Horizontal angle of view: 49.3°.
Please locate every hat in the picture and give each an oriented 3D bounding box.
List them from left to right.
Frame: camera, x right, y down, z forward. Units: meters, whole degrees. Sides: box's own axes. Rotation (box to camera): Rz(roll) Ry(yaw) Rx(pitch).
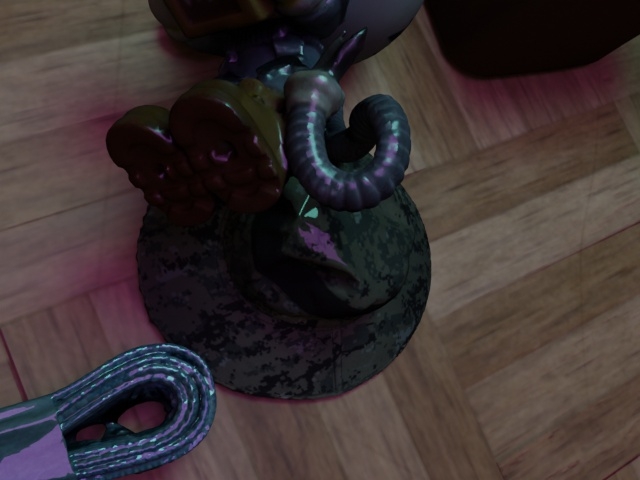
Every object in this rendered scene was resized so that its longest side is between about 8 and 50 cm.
[{"bbox_3d":[0.000,0.000,0.547,0.265,0.128,0.265,6,74,-23],"label":"hat"}]

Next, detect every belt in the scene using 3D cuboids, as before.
[{"bbox_3d":[-0.217,0.136,0.455,0.302,0.072,0.087,-11,83,-25],"label":"belt"}]

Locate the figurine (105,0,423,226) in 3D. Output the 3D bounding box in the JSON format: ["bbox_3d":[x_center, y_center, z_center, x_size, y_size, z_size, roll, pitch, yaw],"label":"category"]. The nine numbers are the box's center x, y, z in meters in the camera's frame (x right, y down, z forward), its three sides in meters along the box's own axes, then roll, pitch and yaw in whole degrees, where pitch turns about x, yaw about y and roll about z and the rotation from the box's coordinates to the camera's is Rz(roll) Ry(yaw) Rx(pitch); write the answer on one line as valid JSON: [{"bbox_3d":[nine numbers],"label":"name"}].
[{"bbox_3d":[-0.027,-0.185,0.525,0.382,0.261,0.186,-64,145,-40],"label":"figurine"}]

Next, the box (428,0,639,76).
[{"bbox_3d":[0.225,-0.356,0.677,0.239,0.229,0.339,-12,79,-24],"label":"box"}]
